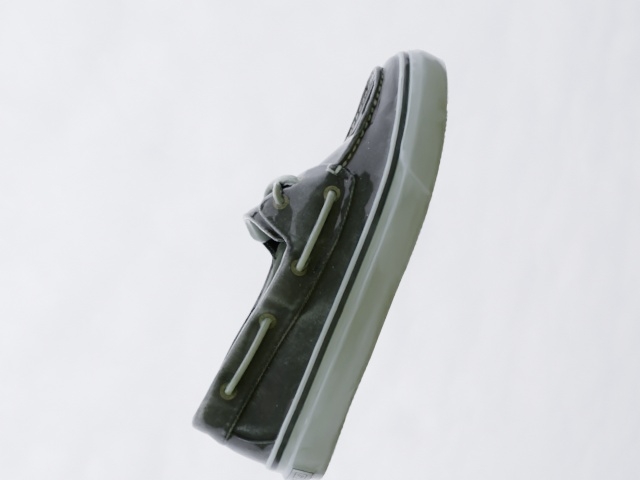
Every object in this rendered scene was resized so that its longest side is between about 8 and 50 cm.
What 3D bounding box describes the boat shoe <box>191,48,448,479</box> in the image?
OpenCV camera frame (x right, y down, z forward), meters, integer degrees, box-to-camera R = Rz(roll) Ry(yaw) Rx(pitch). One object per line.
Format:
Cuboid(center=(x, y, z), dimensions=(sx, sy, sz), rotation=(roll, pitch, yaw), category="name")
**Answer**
Cuboid(center=(0.000, 0.000, 0.573), dimensions=(0.119, 0.121, 0.335), rotation=(20, -103, -4), category="boat shoe")
